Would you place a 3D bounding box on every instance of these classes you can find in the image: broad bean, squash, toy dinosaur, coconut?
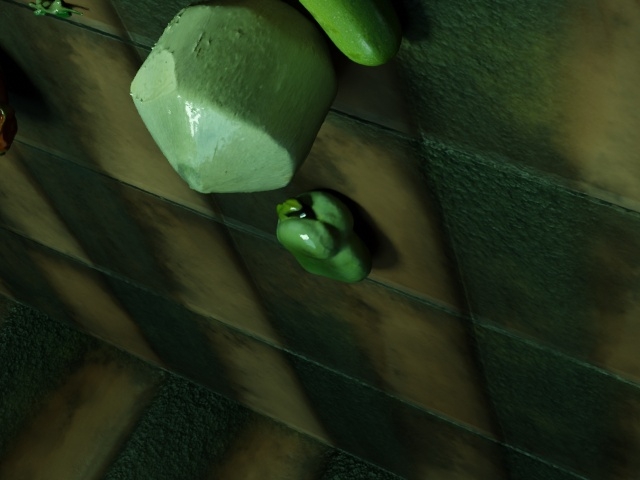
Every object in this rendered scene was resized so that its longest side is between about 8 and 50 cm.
[{"bbox_3d":[0.000,0.000,2.261,0.169,0.100,0.228,23,159,39],"label":"broad bean"},{"bbox_3d":[0.037,-0.269,1.652,0.095,0.095,0.188,9,152,45],"label":"squash"},{"bbox_3d":[-0.393,-0.347,2.149,0.119,0.029,0.060,11,166,30],"label":"toy dinosaur"},{"bbox_3d":[-0.114,-0.176,1.829,0.245,0.247,0.245,27,159,11],"label":"coconut"}]

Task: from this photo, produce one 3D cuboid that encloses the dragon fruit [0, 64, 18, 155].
[{"bbox_3d":[-0.658,-0.259,2.423,0.315,0.250,0.250,20,159,-8],"label":"dragon fruit"}]
